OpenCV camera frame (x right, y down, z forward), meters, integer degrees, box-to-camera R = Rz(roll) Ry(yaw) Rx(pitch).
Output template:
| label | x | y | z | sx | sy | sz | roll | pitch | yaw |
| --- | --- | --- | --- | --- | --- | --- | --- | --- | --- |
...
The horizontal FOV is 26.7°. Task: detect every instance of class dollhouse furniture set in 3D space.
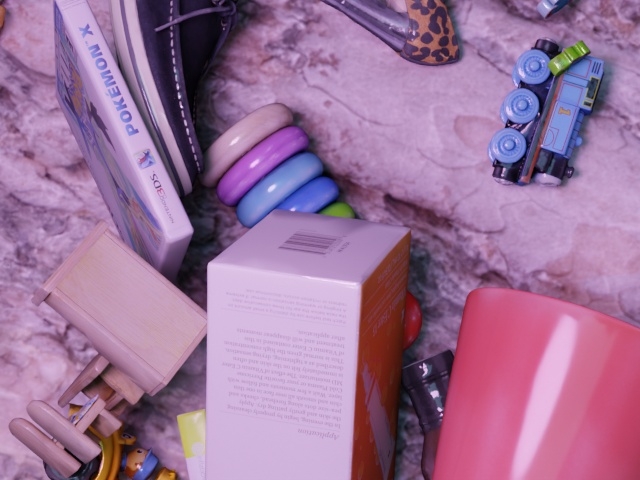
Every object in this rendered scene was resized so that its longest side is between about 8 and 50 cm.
| label | x | y | z | sx | sy | sz | roll | pitch | yaw |
| --- | --- | --- | --- | --- | --- | --- | --- | --- | --- |
| dollhouse furniture set | -0.247 | 0.109 | 1.486 | 0.161 | 0.242 | 0.212 | 41 | 54 | -6 |

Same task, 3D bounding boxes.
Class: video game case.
| label | x | y | z | sx | sy | sz | roll | pitch | yaw |
| --- | --- | --- | --- | --- | --- | --- | --- | --- | --- |
| video game case | -0.235 | -0.098 | 1.558 | 0.036 | 0.329 | 0.300 | -24 | 82 | -15 |

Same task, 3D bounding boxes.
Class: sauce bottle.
| label | x | y | z | sx | sy | sz | roll | pitch | yaw |
| --- | --- | --- | --- | --- | --- | --- | --- | --- | --- |
| sauce bottle | 0.184 | 0.297 | 1.564 | 0.111 | 0.111 | 0.344 | -24 | 84 | 6 |

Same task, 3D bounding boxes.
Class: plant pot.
| label | x | y | z | sx | sy | sz | roll | pitch | yaw |
| --- | --- | --- | --- | --- | --- | --- | --- | --- | --- |
| plant pot | 0.244 | 0.211 | 1.424 | 0.275 | 0.275 | 0.243 | 20 | 80 | 10 |

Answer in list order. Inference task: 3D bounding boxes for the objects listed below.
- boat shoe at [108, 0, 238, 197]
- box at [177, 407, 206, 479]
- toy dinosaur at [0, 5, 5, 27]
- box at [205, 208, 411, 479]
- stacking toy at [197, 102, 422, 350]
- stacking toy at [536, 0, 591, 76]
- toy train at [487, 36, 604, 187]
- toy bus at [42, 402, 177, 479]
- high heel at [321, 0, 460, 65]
| label | x | y | z | sx | sy | sz | roll | pitch | yaw |
| --- | --- | --- | --- | --- | --- | --- | --- | --- | --- |
| boat shoe | -0.168 | -0.287 | 1.599 | 0.156 | 0.187 | 0.500 | -5 | 66 | -2 |
| box | -0.123 | 0.289 | 1.614 | 0.042 | 0.109 | 0.178 | -13 | 83 | 7 |
| toy dinosaur | -0.426 | -0.316 | 1.732 | 0.212 | 0.064 | 0.112 | -16 | 82 | 7 |
| box | -0.014 | 0.165 | 1.491 | 0.168 | 0.215 | 0.345 | 8 | 109 | 15 |
| stacking toy | 0.000 | 0.000 | 1.611 | 0.141 | 0.141 | 0.330 | -39 | 85 | 4 |
| stacking toy | 0.307 | -0.305 | 1.589 | 0.221 | 0.052 | 0.167 | -33 | 77 | -15 |
| toy train | 0.266 | -0.147 | 1.605 | 0.105 | 0.080 | 0.184 | 18 | 88 | 4 |
| toy bus | -0.236 | 0.319 | 1.621 | 0.212 | 0.149 | 0.220 | 10 | 85 | -4 |
| high heel | 0.132 | -0.349 | 1.656 | 0.186 | 0.093 | 0.261 | 31 | 78 | -12 |
